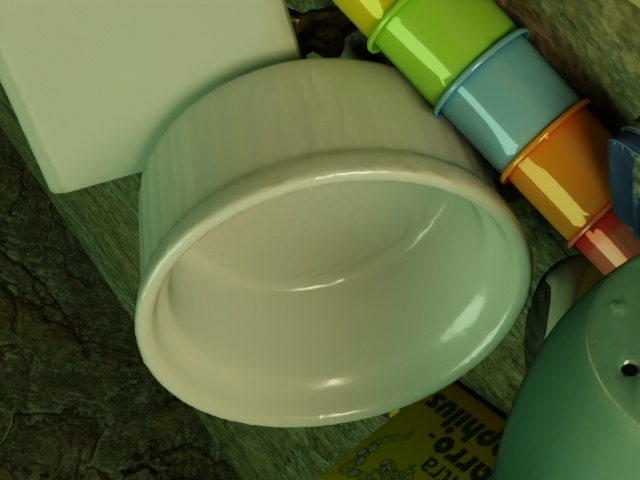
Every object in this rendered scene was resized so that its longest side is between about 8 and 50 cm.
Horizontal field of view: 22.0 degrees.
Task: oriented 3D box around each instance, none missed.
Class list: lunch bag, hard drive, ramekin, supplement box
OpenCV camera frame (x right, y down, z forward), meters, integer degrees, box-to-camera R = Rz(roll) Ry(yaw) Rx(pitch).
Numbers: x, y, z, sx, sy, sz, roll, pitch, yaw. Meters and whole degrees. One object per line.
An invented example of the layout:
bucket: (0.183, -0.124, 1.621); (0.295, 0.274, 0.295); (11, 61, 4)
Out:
lunch bag: (0.210, -0.034, 0.986); (0.067, 0.065, 0.098); (42, 161, 36)
hard drive: (-0.136, -0.181, 1.097); (0.040, 0.203, 0.307); (-101, -5, -50)
ramekin: (0.000, 0.000, 1.167); (0.277, 0.277, 0.135); (71, -176, -50)
supplement box: (0.172, 0.356, 1.736); (0.194, 0.195, 0.356); (33, 156, 51)

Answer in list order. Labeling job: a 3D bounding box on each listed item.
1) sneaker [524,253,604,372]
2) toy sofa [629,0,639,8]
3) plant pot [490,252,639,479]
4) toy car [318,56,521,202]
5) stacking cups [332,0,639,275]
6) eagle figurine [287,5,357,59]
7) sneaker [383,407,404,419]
sneaker: (0.280, 0.170, 1.184); (0.147, 0.145, 0.384); (-21, 105, 41)
toy sofa: (0.203, -0.131, 0.628); (0.362, 0.150, 0.177); (43, 157, 33)
plant pot: (0.231, 0.139, 0.928); (0.293, 0.293, 0.235); (40, 147, 39)
toy car: (0.066, -0.065, 1.311); (0.188, 0.149, 0.155); (-10, 124, 41)
stacking cups: (0.127, -0.089, 1.086); (0.316, 0.096, 0.096); (48, 165, 5)
eagle figurine: (-0.117, -0.223, 1.249); (0.298, 0.226, 0.225); (30, -150, -23)
sneaker: (0.078, 0.138, 1.789); (0.084, 0.069, 0.185); (28, 158, 39)
